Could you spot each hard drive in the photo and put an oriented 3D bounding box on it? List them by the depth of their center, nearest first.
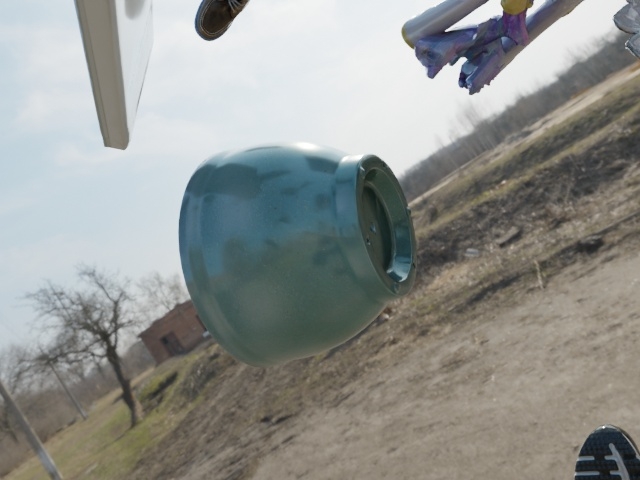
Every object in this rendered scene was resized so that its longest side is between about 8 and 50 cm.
[{"bbox_3d":[-0.231,-0.267,0.596,0.040,0.202,0.307,10,-21,-14],"label":"hard drive"}]

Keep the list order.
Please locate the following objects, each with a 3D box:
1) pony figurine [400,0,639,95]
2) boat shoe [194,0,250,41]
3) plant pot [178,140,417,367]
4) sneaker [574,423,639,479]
[{"bbox_3d":[0.237,-0.262,0.441,0.351,0.302,0.363,-43,11,-24],"label":"pony figurine"},{"bbox_3d":[-0.166,-0.449,0.940,0.066,0.066,0.183,8,64,59],"label":"boat shoe"},{"bbox_3d":[0.000,0.000,0.638,0.197,0.292,0.293,-15,8,28],"label":"plant pot"},{"bbox_3d":[0.185,0.164,0.312,0.040,0.109,0.044,-11,-1,39],"label":"sneaker"}]
